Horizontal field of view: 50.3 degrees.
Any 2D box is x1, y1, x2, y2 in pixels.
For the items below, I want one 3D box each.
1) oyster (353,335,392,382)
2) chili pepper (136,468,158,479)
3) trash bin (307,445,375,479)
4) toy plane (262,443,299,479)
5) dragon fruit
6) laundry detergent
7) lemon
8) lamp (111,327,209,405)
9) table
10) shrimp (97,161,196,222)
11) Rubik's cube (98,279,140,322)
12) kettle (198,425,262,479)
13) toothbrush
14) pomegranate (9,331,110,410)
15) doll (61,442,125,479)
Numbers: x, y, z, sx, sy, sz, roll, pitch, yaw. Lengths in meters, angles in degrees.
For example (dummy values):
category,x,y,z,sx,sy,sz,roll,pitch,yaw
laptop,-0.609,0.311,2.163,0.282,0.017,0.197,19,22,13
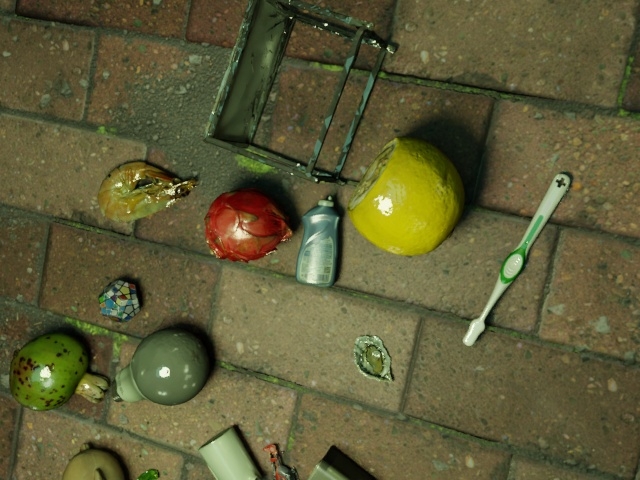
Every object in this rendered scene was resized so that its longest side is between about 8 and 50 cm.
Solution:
category,x,y,z,sx,sy,sz,roll,pitch,yaw
oyster,0.121,0.270,1.556,0.098,0.037,0.100,9,75,-3
chili pepper,-0.447,0.612,1.739,0.091,0.034,0.030,-38,116,14
trash bin,0.069,0.611,1.542,0.241,0.122,0.164,33,100,10
toy plane,-0.093,0.554,1.627,0.060,0.037,0.145,-19,92,26
dragon fruit,-0.171,-0.036,1.552,0.210,0.172,0.172,-12,90,6
laundry detergent,0.000,0.000,1.556,0.097,0.061,0.206,9,95,18
lemon,0.190,-0.080,1.413,0.219,0.240,0.240,35,102,-10
lamp,-0.408,0.305,1.650,0.314,0.182,0.181,-8,91,35
table,-0.039,-0.317,1.468,0.272,0.222,0.334,23,100,15
shrimp,-0.428,-0.127,1.677,0.267,0.061,0.145,-9,81,19
Rubik's cube,-0.498,0.152,1.692,0.093,0.111,0.111,31,102,38
kettle,-0.223,0.540,1.633,0.127,0.098,0.148,-33,87,10
toothbrush,0.415,0.045,1.449,0.042,0.040,0.417,30,101,15
pomegranate,-0.655,0.338,1.712,0.248,0.202,0.202,32,103,-17
doll,-0.555,0.683,1.698,0.174,0.235,0.329,-8,101,-26
